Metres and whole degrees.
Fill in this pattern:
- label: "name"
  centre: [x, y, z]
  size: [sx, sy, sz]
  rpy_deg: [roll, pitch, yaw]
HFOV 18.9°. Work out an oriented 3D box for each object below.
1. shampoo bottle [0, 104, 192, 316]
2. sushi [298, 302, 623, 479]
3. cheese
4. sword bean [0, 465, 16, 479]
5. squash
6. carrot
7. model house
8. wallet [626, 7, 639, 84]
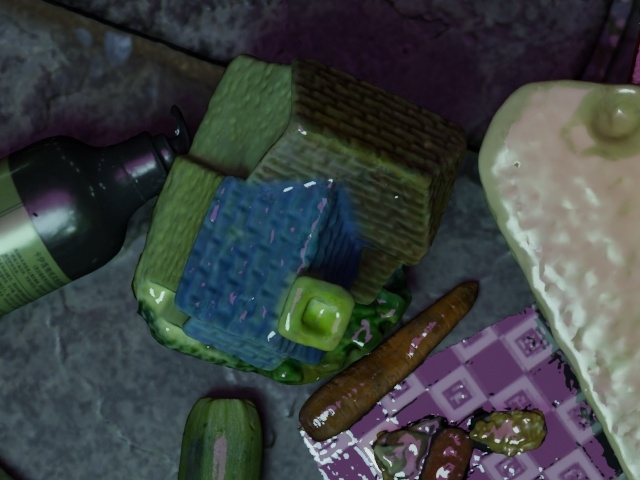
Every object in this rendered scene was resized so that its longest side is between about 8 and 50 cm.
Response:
- label: "shampoo bottle"
  centre: [-0.216, -0.007, 1.355]
  size: [0.284, 0.101, 0.101]
  rpy_deg: [-26, 84, 2]
- label: "sushi"
  centre: [0.100, 0.145, 1.351]
  size: [0.201, 0.031, 0.139]
  rpy_deg: [-28, 84, 3]
- label: "cheese"
  centre: [0.321, 0.015, 1.275]
  size: [0.384, 0.104, 0.383]
  rpy_deg: [1, 95, 8]
- label: "sword bean"
  centre: [-0.274, 0.152, 1.383]
  size: [0.269, 0.038, 0.043]
  rpy_deg: [39, 65, 7]
- label: "squash"
  centre: [-0.079, 0.222, 1.347]
  size: [0.066, 0.066, 0.228]
  rpy_deg: [7, 85, 6]
- label: "carrot"
  centre: [0.051, 0.085, 1.356]
  size: [0.165, 0.035, 0.035]
  rpy_deg: [-38, 84, -8]
- label: "model house"
  centre: [0.000, 0.000, 1.264]
  size: [0.195, 0.189, 0.214]
  rpy_deg: [27, 85, -14]
- label: "wallet"
  centre: [0.322, -0.131, 1.343]
  size: [0.204, 0.045, 0.142]
  rpy_deg: [12, 88, 6]
